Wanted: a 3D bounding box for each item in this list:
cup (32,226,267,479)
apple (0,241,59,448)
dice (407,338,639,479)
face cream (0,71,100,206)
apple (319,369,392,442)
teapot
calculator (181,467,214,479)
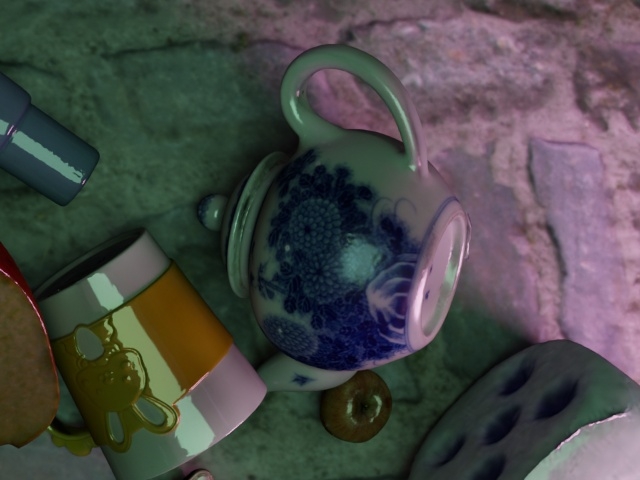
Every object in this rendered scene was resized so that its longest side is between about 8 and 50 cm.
[{"bbox_3d":[-0.207,0.128,1.869,0.241,0.185,0.226,-25,103,20],"label":"cup"},{"bbox_3d":[-0.430,0.095,1.709,0.365,0.329,0.295,48,63,-39],"label":"apple"},{"bbox_3d":[0.276,0.288,1.992,0.264,0.262,0.268,-46,108,-5],"label":"dice"},{"bbox_3d":[-0.395,-0.166,1.791,0.385,0.086,0.135,35,93,-15],"label":"face cream"},{"bbox_3d":[0.037,0.182,1.998,0.084,0.071,0.084,-2,95,-24],"label":"apple"},{"bbox_3d":[0.000,0.000,1.880,0.280,0.252,0.424,16,116,17],"label":"teapot"},{"bbox_3d":[-0.146,0.419,1.995,0.220,0.048,0.329,28,93,-21],"label":"calculator"}]
